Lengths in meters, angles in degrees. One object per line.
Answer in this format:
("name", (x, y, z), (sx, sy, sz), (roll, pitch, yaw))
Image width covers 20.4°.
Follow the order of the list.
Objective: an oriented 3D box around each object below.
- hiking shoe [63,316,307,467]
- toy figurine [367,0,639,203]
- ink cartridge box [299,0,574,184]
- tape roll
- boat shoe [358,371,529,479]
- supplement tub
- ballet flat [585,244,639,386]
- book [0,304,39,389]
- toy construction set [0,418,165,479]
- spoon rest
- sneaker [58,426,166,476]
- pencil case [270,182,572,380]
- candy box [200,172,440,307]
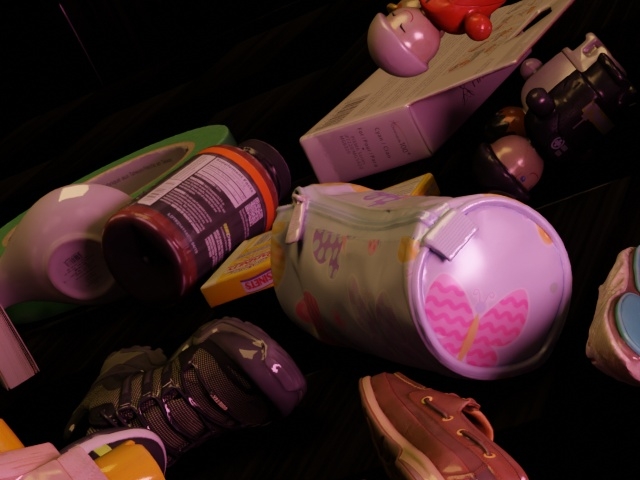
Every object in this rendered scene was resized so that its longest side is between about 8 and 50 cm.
("hiking shoe", (-0.099, 0.125, 1.223), (0.227, 0.086, 0.114), (-19, 28, 51))
("toy figurine", (0.147, -0.149, 1.475), (0.148, 0.213, 0.209), (-41, 8, 12))
("ink cartridge box", (0.152, -0.170, 1.827), (0.261, 0.066, 0.296), (-17, 17, 34))
("tape roll", (-0.228, -0.020, 1.961), (0.321, 0.077, 0.321), (-25, 13, 6))
("boat shoe", (0.066, 0.115, 0.967), (0.060, 0.064, 0.178), (-23, 20, -6))
("supplement tub", (-0.111, -0.024, 1.697), (0.106, 0.106, 0.198), (-14, 18, 43))
("ballet flat", (0.179, 0.054, 1.022), (0.052, 0.057, 0.168), (-51, 0, 24))
("book", (-0.325, 0.066, 1.676), (0.035, 0.144, 0.096), (-32, 15, -20))
("toy construction set", (-0.096, 0.176, 0.778), (0.237, 0.257, 0.309), (-20, 30, -30))
("spoon rest", (-0.281, 0.039, 1.758), (0.276, 0.137, 0.084), (-32, 27, 15))
("sneaker", (-0.148, 0.200, 1.060), (0.097, 0.084, 0.234), (12, 35, 30))
("pencil case", (0.059, 0.020, 1.188), (0.113, 0.124, 0.273), (-31, 15, -17))
("candy box", (0.000, 0.000, 1.567), (0.206, 0.027, 0.105), (-19, 18, 28))
